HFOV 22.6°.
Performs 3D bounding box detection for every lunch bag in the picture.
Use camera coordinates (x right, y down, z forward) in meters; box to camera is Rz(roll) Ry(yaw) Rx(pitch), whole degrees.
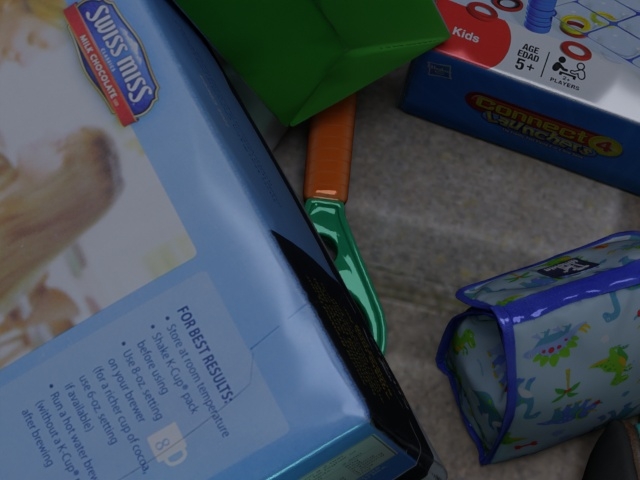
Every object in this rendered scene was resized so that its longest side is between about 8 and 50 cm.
[{"bbox_3d":[0.146,0.055,0.927,0.129,0.151,0.096,-19,69,-13],"label":"lunch bag"}]

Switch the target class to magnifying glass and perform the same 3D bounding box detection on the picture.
[{"bbox_3d":[0.000,0.000,1.003,0.092,0.026,0.231,7,70,-3],"label":"magnifying glass"}]

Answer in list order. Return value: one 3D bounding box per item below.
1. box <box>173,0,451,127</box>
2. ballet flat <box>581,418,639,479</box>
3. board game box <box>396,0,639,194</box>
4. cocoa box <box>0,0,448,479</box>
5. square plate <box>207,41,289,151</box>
[{"bbox_3d":[-0.053,-0.222,0.909,0.127,0.262,0.231,-28,69,7],"label":"box"},{"bbox_3d":[0.168,0.238,0.882,0.096,0.095,0.280,-13,67,2],"label":"ballet flat"},{"bbox_3d":[0.247,-0.178,1.079,0.308,0.086,0.302,20,65,3],"label":"board game box"},{"bbox_3d":[-0.124,0.020,0.841,0.231,0.228,0.347,-30,71,4],"label":"cocoa box"},{"bbox_3d":[-0.112,-0.245,1.094,0.347,0.049,0.344,31,67,8],"label":"square plate"}]
